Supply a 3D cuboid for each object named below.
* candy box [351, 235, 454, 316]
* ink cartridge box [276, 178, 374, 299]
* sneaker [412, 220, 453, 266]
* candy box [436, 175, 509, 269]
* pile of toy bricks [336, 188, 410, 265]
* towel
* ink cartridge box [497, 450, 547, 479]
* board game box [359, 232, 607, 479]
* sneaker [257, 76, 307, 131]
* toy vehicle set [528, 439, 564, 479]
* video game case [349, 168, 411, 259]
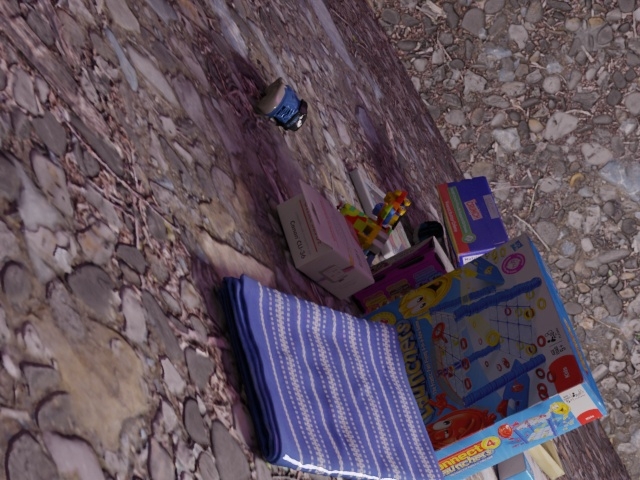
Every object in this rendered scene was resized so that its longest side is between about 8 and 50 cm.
[{"bbox_3d":[0.174,0.130,1.824,0.233,0.159,0.071,58,17,-16],"label":"candy box"},{"bbox_3d":[0.000,0.000,1.657,0.198,0.067,0.115,41,26,-57],"label":"ink cartridge box"},{"bbox_3d":[0.253,0.037,2.445,0.190,0.071,0.083,-98,168,-45],"label":"sneaker"},{"bbox_3d":[0.354,0.063,2.433,0.268,0.122,0.317,-96,174,-55],"label":"candy box"},{"bbox_3d":[0.070,-0.028,1.912,0.105,0.118,0.212,34,34,2],"label":"pile of toy bricks"},{"bbox_3d":[0.023,0.175,1.340,0.336,0.040,0.243,21,42,-47],"label":"towel"},{"bbox_3d":[0.409,0.489,2.149,0.180,0.060,0.104,56,15,-19],"label":"ink cartridge box"},{"bbox_3d":[0.221,0.179,1.618,0.086,0.302,0.308,49,19,-37],"label":"board game box"},{"bbox_3d":[-0.058,-0.220,1.867,0.084,0.058,0.152,49,11,-14],"label":"sneaker"},{"bbox_3d":[0.485,0.407,2.584,0.166,0.035,0.266,48,20,-41],"label":"toy vehicle set"},{"bbox_3d":[0.134,-0.029,2.228,0.183,0.023,0.201,35,31,-59],"label":"video game case"}]
